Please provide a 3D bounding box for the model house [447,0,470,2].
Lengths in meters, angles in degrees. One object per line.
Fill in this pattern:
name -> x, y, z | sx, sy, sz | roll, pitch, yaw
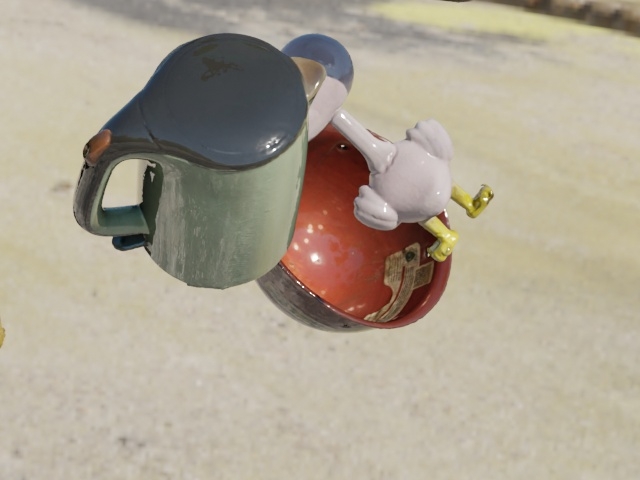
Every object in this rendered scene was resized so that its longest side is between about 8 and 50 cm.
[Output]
model house -> 0.083, -0.379, 1.592 | 0.229, 0.188, 0.122 | 7, 34, -2

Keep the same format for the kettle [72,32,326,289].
kettle -> -0.118, -0.066, 1.340 | 0.240, 0.165, 0.255 | -19, -19, -15

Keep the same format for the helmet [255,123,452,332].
helmet -> 0.000, 0.000, 2.280 | 0.385, 0.230, 0.337 | 34, 55, -14

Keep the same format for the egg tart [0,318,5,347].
egg tart -> -0.527, 0.075, 1.922 | 0.203, 0.147, 0.202 | 7, 25, -3

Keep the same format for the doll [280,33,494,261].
doll -> 0.048, -0.127, 1.788 | 0.365, 0.160, 0.094 | 38, 4, -3
